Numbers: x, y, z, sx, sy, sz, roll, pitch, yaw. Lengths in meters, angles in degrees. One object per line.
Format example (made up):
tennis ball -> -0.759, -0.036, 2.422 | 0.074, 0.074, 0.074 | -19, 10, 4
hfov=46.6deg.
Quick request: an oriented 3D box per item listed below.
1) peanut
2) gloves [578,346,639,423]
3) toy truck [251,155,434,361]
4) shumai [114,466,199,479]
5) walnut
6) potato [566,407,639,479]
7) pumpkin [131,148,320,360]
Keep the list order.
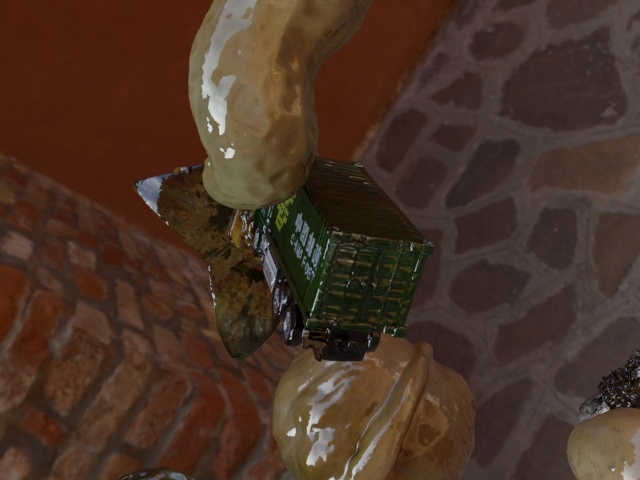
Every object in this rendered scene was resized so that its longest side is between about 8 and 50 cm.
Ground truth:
peanut -> -0.032, -0.148, 0.521 | 0.117, 0.101, 0.263 | 19, 99, 16
gloves -> 0.725, 0.326, 1.664 | 0.312, 0.210, 0.135 | 111, 150, -43
toy truck -> 0.000, 0.000, 0.643 | 0.259, 0.088, 0.121 | -121, 42, -63
shumai -> -0.326, 0.644, 1.400 | 0.324, 0.323, 0.398 | 24, 66, 20
walnut -> 0.079, 0.261, 1.076 | 0.285, 0.296, 0.285 | -57, -3, -5
potato -> 0.302, 0.217, 0.716 | 0.112, 0.112, 0.147 | -63, 20, -8
pumpkin -> -0.078, -0.015, 0.991 | 0.258, 0.290, 0.095 | -31, 10, 0
